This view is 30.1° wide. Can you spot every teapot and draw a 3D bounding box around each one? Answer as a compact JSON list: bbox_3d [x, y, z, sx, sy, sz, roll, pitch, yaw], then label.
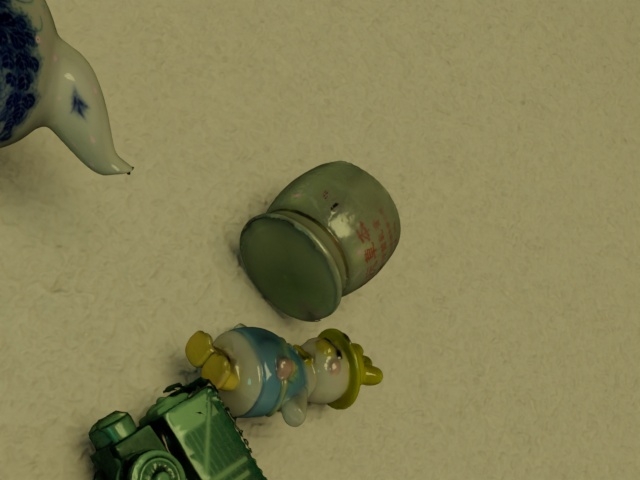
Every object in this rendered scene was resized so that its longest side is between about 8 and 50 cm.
[{"bbox_3d":[-0.378,-0.144,1.109,0.424,0.252,0.279,9,101,-13],"label":"teapot"}]

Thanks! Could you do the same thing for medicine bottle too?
[{"bbox_3d":[0.000,0.000,1.367,0.147,0.147,0.143,52,50,-6],"label":"medicine bottle"}]

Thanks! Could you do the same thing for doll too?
[{"bbox_3d":[-0.037,0.143,1.305,0.241,0.135,0.098,1,93,-39],"label":"doll"}]

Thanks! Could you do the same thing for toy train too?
[{"bbox_3d":[-0.120,0.274,1.170,0.154,0.115,0.269,-29,87,-39],"label":"toy train"}]
